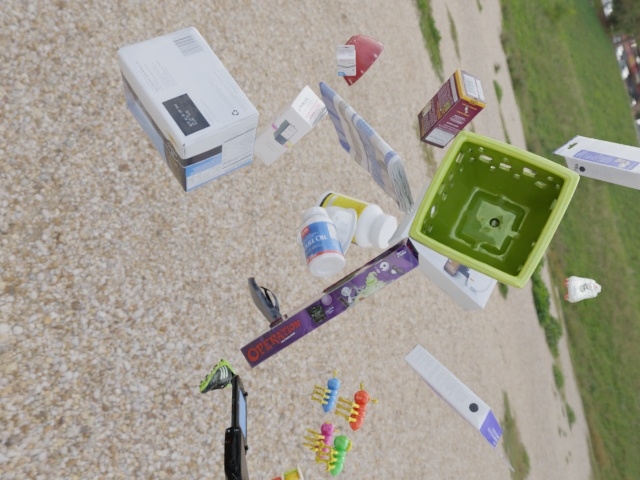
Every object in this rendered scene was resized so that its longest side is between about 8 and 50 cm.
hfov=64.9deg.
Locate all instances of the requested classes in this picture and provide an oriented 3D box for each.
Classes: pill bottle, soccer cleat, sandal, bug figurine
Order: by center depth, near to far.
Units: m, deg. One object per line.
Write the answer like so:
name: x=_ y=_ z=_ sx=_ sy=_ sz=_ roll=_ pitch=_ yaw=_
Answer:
bug figurine: x=0.039 y=0.436 z=1.216 sx=0.072 sy=0.279 sz=0.217 roll=22 pitch=78 yaw=-15
soccer cleat: x=0.713 y=0.130 z=1.369 sx=0.196 sy=0.076 sz=0.068 roll=-1 pitch=91 yaw=-55
soccer cleat: x=-0.284 y=0.392 z=1.419 sx=0.072 sy=0.060 sz=0.179 roll=46 pitch=12 yaw=1
sandal: x=-0.158 y=0.223 z=1.645 sx=0.054 sy=0.097 sz=0.255 roll=-30 pitch=69 yaw=-24
pill bottle: x=0.000 y=0.000 z=1.669 sx=0.124 sy=0.124 sz=0.222 roll=41 pitch=26 yaw=-48
pill bottle: x=0.146 y=-0.082 z=2.140 sx=0.187 sy=0.333 sz=0.188 roll=-31 pitch=132 yaw=-43

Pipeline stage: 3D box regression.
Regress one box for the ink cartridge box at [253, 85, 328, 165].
ink cartridge box: x=-0.109 y=-0.470 z=1.984 sx=0.119 sy=0.353 sz=0.207 roll=43 pitch=39 yaw=-18

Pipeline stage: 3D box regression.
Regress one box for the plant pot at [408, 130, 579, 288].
plant pot: x=0.329 y=-0.046 z=0.976 sx=0.227 sy=0.228 sz=0.207 roll=-63 pitch=159 yaw=0

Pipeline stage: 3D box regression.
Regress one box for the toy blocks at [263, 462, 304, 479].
toy blocks: x=-0.124 y=0.698 z=1.446 sx=0.123 sy=0.148 sz=0.054 roll=100 pitch=-31 yaw=-71

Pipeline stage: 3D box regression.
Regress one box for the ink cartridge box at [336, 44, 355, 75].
ink cartridge box: x=0.066 y=-0.464 z=1.301 sx=0.083 sy=0.048 sz=0.028 roll=75 pitch=16 yaw=-67

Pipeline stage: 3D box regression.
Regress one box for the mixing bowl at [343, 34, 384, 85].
mixing bowl: x=0.120 y=-0.627 z=1.709 sx=0.098 sy=0.181 sz=0.182 roll=37 pitch=41 yaw=-17

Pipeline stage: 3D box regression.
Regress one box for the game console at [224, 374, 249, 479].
game console: x=-0.198 y=0.476 z=1.217 sx=0.361 sy=0.043 sz=0.213 roll=-104 pitch=-169 yaw=-55

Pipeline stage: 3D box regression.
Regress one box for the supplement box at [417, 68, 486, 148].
supplement box: x=0.352 y=-0.353 z=1.370 sx=0.080 sy=0.188 sz=0.104 roll=14 pitch=56 yaw=-21

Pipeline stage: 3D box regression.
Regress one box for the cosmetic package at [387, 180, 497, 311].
cosmetic package: x=0.451 y=0.013 z=1.713 sx=0.377 sy=0.097 sz=0.284 roll=40 pitch=63 yaw=-9

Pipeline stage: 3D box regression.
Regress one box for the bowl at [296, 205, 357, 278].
bowl: x=0.000 y=-0.016 z=1.886 sx=0.134 sy=0.298 sz=0.298 roll=27 pitch=48 yaw=-18

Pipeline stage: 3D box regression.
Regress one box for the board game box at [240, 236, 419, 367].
board game box: x=0.028 y=0.108 z=0.948 sx=0.056 sy=0.346 sz=0.208 roll=58 pitch=11 yaw=7

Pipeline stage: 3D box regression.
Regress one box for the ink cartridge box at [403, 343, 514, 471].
ink cartridge box: x=0.248 y=0.283 z=0.850 sx=0.208 sy=0.045 sz=0.206 roll=44 pitch=-3 yaw=37

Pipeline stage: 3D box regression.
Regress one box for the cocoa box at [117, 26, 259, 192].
cocoa box: x=-0.360 y=-0.356 z=1.382 sx=0.231 sy=0.228 sz=0.347 roll=-30 pitch=73 yaw=-24

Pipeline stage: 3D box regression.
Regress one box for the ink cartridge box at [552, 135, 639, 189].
ink cartridge box: x=0.972 y=-0.263 z=1.684 sx=0.165 sy=0.332 sz=0.065 roll=-32 pitch=129 yaw=-24

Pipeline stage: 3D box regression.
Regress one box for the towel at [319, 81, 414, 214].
towel: x=0.097 y=-0.196 z=1.084 sx=0.285 sy=0.034 sz=0.209 roll=53 pitch=-2 yaw=31
